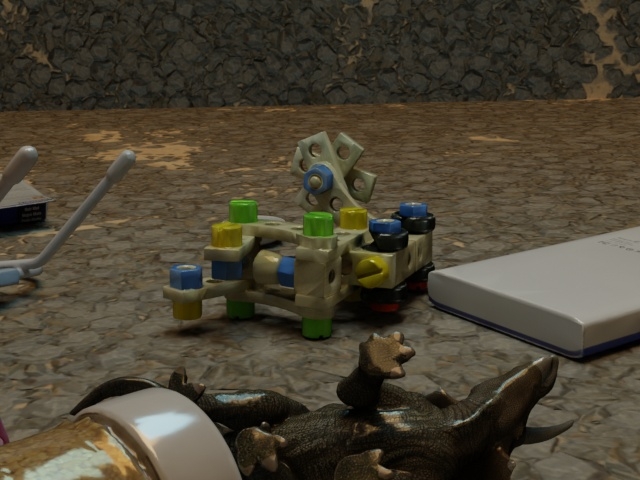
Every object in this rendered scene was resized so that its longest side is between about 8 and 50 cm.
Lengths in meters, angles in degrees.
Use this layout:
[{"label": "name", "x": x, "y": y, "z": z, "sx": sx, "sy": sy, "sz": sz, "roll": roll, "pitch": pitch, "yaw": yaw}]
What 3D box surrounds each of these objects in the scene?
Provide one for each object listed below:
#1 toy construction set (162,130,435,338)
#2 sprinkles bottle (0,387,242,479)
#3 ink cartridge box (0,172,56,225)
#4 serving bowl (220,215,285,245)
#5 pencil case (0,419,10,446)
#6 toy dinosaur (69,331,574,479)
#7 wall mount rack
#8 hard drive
[{"label": "toy construction set", "x": 0.000, "y": 0.000, "z": 1.126, "sx": 0.215, "sy": 0.151, "sz": 0.327, "roll": 4, "pitch": 26, "yaw": 21}, {"label": "sprinkles bottle", "x": -0.202, "y": 0.172, "z": 0.492, "sx": 0.355, "sy": 0.121, "sz": 0.121, "roll": -14, "pitch": 19, "yaw": -41}, {"label": "ink cartridge box", "x": -0.505, "y": -0.043, "z": 1.502, "sx": 0.223, "sy": 0.045, "sz": 0.224, "roll": -10, "pitch": 18, "yaw": -29}, {"label": "serving bowl", "x": -0.086, "y": -0.010, "z": 1.371, "sx": 0.083, "sy": 0.027, "sz": 0.083, "roll": -1, "pitch": 14, "yaw": 0}, {"label": "pencil case", "x": -0.333, "y": 0.138, "z": 0.643, "sx": 0.284, "sy": 0.124, "sz": 0.124, "roll": 2, "pitch": 15, "yaw": 8}, {"label": "toy dinosaur", "x": -0.002, "y": 0.133, "z": 0.660, "sx": 0.313, "sy": 0.160, "sz": 0.121, "roll": -11, "pitch": 56, "yaw": 11}, {"label": "wall mount rack", "x": -0.358, "y": -0.009, "z": 1.068, "sx": 0.304, "sy": 0.130, "sz": 0.350, "roll": -7, "pitch": 3, "yaw": 15}, {"label": "hard drive", "x": 0.300, "y": 0.043, "z": 1.107, "sx": 0.319, "sy": 0.040, "sz": 0.210, "roll": -11, "pitch": 17, "yaw": -33}]
